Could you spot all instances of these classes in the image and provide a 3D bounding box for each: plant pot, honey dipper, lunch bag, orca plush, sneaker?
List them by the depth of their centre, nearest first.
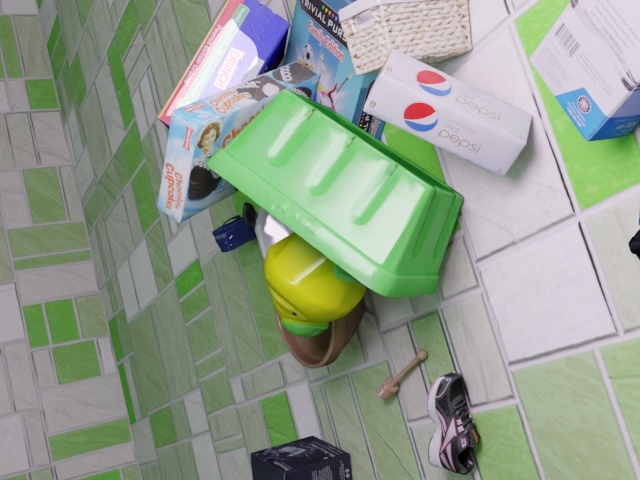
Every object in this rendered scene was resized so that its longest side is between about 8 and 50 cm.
[{"bbox_3d":[0.222,0.294,1.320,0.077,0.072,0.178,18,121,44],"label":"sneaker"},{"bbox_3d":[0.146,0.235,1.461,0.160,0.031,0.030,-56,50,45],"label":"honey dipper"},{"bbox_3d":[0.008,0.119,1.583,0.237,0.110,0.237,21,114,57],"label":"plant pot"},{"bbox_3d":[-0.087,-0.083,1.706,0.102,0.151,0.287,59,-163,-86],"label":"orca plush"},{"bbox_3d":[-0.196,-0.021,1.915,0.067,0.098,0.065,-9,108,58],"label":"lunch bag"}]

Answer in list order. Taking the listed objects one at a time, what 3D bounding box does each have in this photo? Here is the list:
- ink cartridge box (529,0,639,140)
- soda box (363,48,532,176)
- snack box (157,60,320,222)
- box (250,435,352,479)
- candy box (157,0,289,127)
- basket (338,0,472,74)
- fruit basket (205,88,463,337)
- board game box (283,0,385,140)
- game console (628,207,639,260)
[{"bbox_3d":[0.345,-0.228,0.937,0.139,0.082,0.190,65,145,26],"label":"ink cartridge box"},{"bbox_3d":[0.173,-0.174,1.126,0.069,0.216,0.073,116,178,-45],"label":"soda box"},{"bbox_3d":[-0.133,-0.172,1.385,0.060,0.322,0.187,33,130,20],"label":"snack box"},{"bbox_3d":[-0.039,0.483,1.713,0.156,0.158,0.093,5,101,59],"label":"box"},{"bbox_3d":[-0.176,-0.293,1.543,0.268,0.122,0.317,-58,7,-1],"label":"candy box"},{"bbox_3d":[0.129,-0.309,1.211,0.113,0.167,0.103,-3,101,60],"label":"basket"},{"bbox_3d":[0.000,0.000,1.313,0.392,0.283,0.391,-1,87,26],"label":"fruit basket"},{"bbox_3d":[0.024,-0.285,1.477,0.253,0.079,0.336,51,139,41],"label":"board game box"},{"bbox_3d":[0.477,-0.039,0.817,0.250,0.173,0.293,50,151,-9],"label":"game console"}]
